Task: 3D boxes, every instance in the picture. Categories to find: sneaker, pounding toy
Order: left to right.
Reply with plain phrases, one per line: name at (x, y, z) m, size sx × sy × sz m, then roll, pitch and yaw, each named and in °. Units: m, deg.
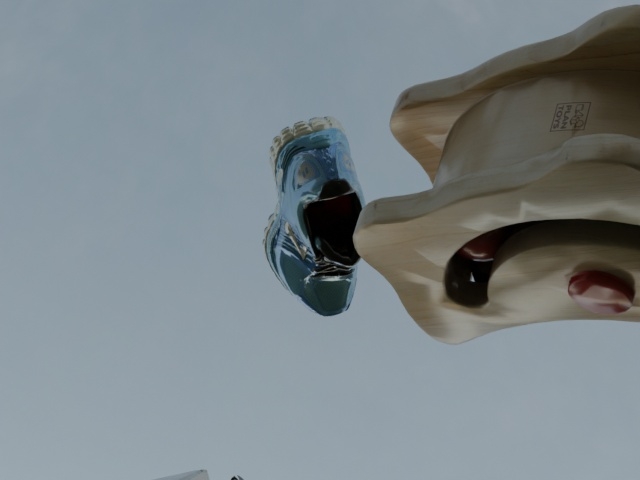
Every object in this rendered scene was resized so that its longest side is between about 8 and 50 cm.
sneaker at (0.000, 0.000, 1.016) m, size 0.063 × 0.073 × 0.162 m, roll -17°, pitch -41°, yaw -9°
pounding toy at (0.150, -0.046, 0.679) m, size 0.154 × 0.269 × 0.155 m, roll 35°, pitch -122°, yaw -29°

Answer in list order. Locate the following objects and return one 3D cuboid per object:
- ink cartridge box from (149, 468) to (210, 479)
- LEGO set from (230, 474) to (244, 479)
ink cartridge box at (-0.163, 0.349, 1.191) m, size 0.223 × 0.129 × 0.307 m, roll -16°, pitch -90°, yaw 25°
LEGO set at (-0.075, 0.218, 1.276) m, size 0.023 × 0.083 × 0.054 m, roll 34°, pitch -116°, yaw -1°
